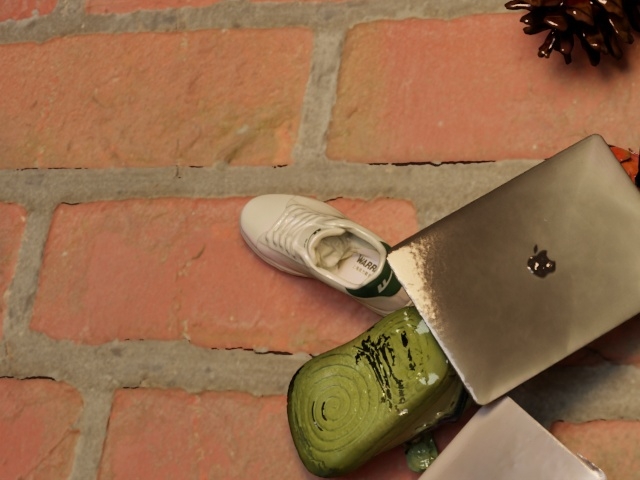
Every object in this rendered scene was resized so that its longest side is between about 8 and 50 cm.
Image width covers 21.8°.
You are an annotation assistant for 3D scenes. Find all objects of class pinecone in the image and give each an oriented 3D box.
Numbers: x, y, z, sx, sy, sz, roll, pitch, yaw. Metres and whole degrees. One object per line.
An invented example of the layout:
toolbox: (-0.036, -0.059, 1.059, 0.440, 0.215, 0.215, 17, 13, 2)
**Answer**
pinecone: (0.313, -0.327, 1.813, 0.246, 0.246, 0.292, 33, 101, 33)

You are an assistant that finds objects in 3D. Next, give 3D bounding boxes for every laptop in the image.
laptop: (0.223, 0.026, 1.688, 0.269, 0.015, 0.188, -30, 77, -10)

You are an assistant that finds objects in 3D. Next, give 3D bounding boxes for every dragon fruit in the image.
dragon fruit: (0.322, -0.052, 1.765, 0.116, 0.081, 0.086, 38, 114, 12)

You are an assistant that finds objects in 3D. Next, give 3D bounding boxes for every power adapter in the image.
power adapter: (0.171, 0.303, 1.662, 0.255, 0.124, 0.187, -50, 55, 0)

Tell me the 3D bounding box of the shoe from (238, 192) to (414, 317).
shoe: (0.000, 0.000, 1.884, 0.265, 0.110, 0.095, 26, 83, 30)

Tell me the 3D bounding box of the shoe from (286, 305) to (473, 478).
shoe: (0.073, 0.170, 1.767, 0.262, 0.128, 0.140, -44, 42, 38)

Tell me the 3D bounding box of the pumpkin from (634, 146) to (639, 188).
pumpkin: (0.476, -0.043, 1.570, 0.363, 0.266, 0.363, -6, 70, 17)
